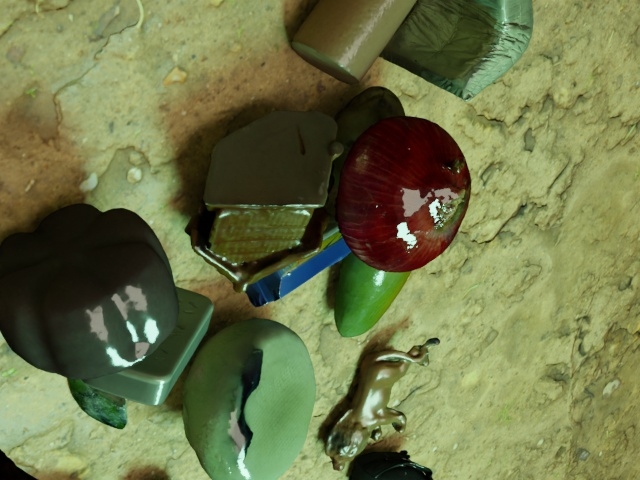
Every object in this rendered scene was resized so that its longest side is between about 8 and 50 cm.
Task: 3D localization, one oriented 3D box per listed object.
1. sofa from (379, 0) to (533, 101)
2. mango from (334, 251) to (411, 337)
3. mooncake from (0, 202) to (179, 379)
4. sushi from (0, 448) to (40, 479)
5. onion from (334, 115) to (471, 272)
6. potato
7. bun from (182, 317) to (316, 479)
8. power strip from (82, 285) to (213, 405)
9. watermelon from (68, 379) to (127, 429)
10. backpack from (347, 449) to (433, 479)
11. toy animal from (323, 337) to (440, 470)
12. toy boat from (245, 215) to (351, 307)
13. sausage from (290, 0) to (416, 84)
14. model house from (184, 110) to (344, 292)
[{"bbox_3d":[0.206,-0.373,1.801,0.176,0.210,0.225,-37,141,-24],"label":"sofa"},{"bbox_3d":[0.098,0.060,2.048,0.156,0.114,0.251,-37,145,-61],"label":"mango"},{"bbox_3d":[-0.307,0.061,1.497,0.245,0.245,0.133,-36,135,-26],"label":"mooncake"},{"bbox_3d":[-0.501,0.360,1.443,0.281,0.294,0.300,-29,135,-38],"label":"sushi"},{"bbox_3d":[0.130,-0.066,1.756,0.248,0.161,0.248,-6,114,-14],"label":"onion"},{"bbox_3d":[0.081,-0.146,1.870,0.154,0.137,0.200,-31,134,-32],"label":"potato"},{"bbox_3d":[-0.137,0.261,1.890,0.283,0.179,0.283,-13,105,-59],"label":"bun"},{"bbox_3d":[-0.272,0.126,1.626,0.265,0.193,0.059,-66,173,-66],"label":"power strip"},{"bbox_3d":[-0.319,0.243,1.750,0.080,0.101,0.155,-38,150,-41],"label":"watermelon"},{"bbox_3d":[0.139,0.497,2.407,0.165,0.120,0.106,7,108,-33],"label":"backpack"},{"bbox_3d":[0.103,0.312,2.258,0.157,0.097,0.312,8,107,-44],"label":"toy animal"},{"bbox_3d":[0.000,0.000,1.908,0.295,0.129,0.088,-33,96,-33],"label":"toy boat"},{"bbox_3d":[0.073,-0.363,1.725,0.253,0.123,0.123,-57,143,-4],"label":"sausage"},{"bbox_3d":[-0.087,-0.059,1.739,0.219,0.199,0.229,10,142,-12],"label":"model house"}]
